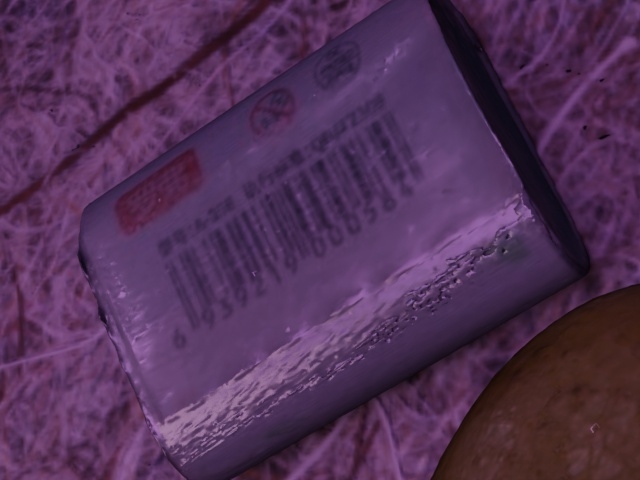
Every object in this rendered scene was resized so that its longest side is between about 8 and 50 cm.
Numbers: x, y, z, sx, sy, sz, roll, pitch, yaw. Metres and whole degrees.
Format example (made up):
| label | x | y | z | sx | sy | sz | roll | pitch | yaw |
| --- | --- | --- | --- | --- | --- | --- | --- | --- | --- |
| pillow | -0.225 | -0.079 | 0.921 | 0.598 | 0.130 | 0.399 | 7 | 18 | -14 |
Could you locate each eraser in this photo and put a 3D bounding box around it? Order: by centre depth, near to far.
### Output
| label | x | y | z | sx | sy | sz | roll | pitch | yaw |
| --- | --- | --- | --- | --- | --- | --- | --- | --- | --- |
| eraser | 0.000 | 0.000 | 0.832 | 0.227 | 0.081 | 0.174 | -31 | 70 | 18 |

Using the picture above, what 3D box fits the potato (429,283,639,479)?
| label | x | y | z | sx | sy | sz | roll | pitch | yaw |
| --- | --- | --- | --- | --- | --- | --- | --- | --- | --- |
| potato | 0.119 | 0.195 | 0.585 | 0.219 | 0.269 | 0.359 | 13 | 114 | 53 |
